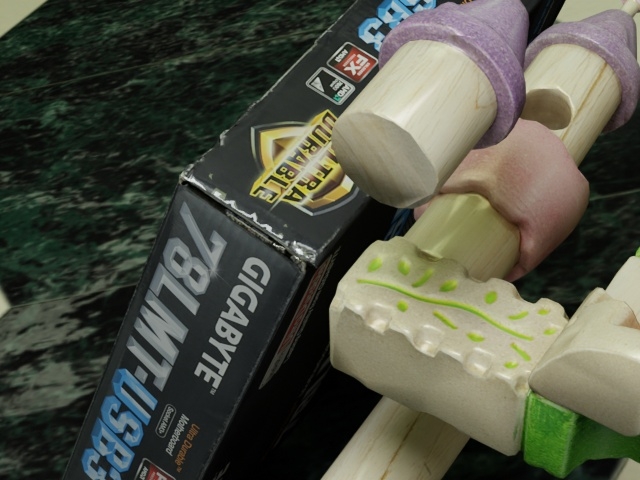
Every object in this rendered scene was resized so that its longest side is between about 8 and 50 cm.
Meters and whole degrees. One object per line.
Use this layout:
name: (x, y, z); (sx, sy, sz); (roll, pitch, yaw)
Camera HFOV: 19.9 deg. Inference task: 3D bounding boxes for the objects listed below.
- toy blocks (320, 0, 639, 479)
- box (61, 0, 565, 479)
toy blocks: (0.176, -0.006, 0.704); (0.288, 0.309, 0.260); (25, 52, 22)
box: (0.000, 0.000, 0.878); (0.073, 0.295, 0.293); (33, 47, 8)
